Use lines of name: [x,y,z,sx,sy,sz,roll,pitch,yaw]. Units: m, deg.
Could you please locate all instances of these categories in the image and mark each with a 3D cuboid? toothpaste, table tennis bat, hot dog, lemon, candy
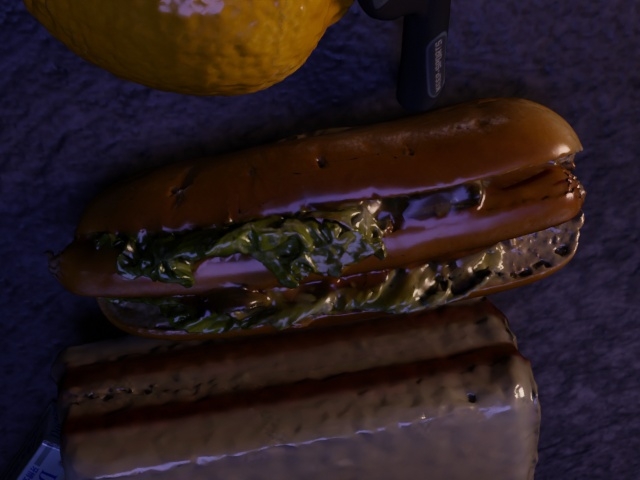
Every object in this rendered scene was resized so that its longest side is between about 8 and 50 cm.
toothpaste: [-0.230,0.194,0.793,0.034,0.046,0.164,27,120,-21]
table tennis bat: [0.058,-0.157,0.529,0.027,0.150,0.236,29,150,20]
hot dog: [0.000,0.000,0.640,0.337,0.100,0.135,-10,129,-1]
lemon: [-0.073,-0.143,0.498,0.187,0.142,0.142,12,126,1]
candy: [-0.011,0.149,0.710,0.321,0.135,0.179,-8,126,-12]
